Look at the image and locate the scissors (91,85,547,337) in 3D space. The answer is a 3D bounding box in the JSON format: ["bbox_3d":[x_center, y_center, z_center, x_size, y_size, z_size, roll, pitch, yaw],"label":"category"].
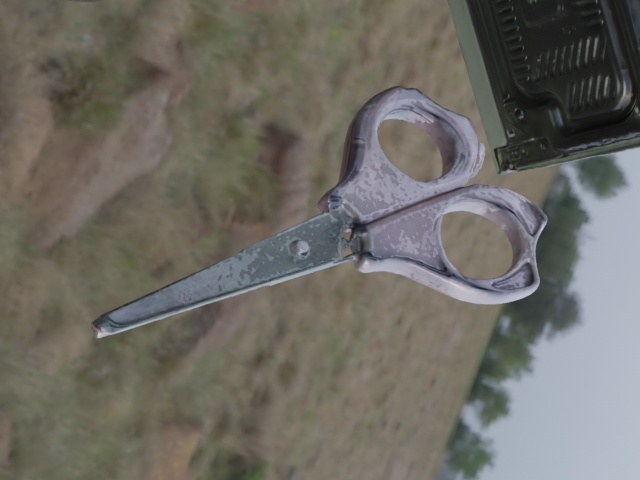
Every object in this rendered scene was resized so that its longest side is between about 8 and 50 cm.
[{"bbox_3d":[0.000,0.000,0.508,0.189,0.100,0.015,-20,157,-35],"label":"scissors"}]

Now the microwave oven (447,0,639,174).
[{"bbox_3d":[0.149,-0.154,0.744,0.122,0.162,0.208,-20,95,-35],"label":"microwave oven"}]
